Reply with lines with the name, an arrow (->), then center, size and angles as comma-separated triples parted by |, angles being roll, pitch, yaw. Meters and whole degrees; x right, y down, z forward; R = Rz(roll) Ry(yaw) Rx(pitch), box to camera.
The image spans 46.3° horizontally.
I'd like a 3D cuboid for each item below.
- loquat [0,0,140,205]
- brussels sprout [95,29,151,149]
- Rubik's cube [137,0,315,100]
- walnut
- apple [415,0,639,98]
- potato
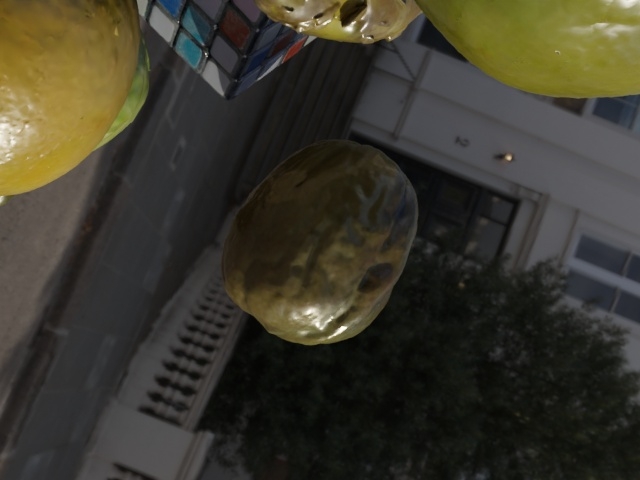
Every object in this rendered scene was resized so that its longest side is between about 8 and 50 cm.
loquat -> -0.173, -0.099, 0.375 | 0.149, 0.172, 0.204 | -17, 143, -36
brussels sprout -> -0.416, -0.273, 1.185 | 0.247, 0.328, 0.328 | 93, 17, -64
Rubik's cube -> -0.098, -0.427, 1.029 | 0.293, 0.292, 0.287 | -46, 179, -33
walnut -> 0.000, 0.000, 0.986 | 0.227, 0.283, 0.283 | 32, 76, -45
apple -> 0.179, -0.232, 0.464 | 0.254, 0.292, 0.292 | -22, 151, -32
potato -> 0.034, -0.274, 0.651 | 0.141, 0.192, 0.296 | -17, -156, 46
